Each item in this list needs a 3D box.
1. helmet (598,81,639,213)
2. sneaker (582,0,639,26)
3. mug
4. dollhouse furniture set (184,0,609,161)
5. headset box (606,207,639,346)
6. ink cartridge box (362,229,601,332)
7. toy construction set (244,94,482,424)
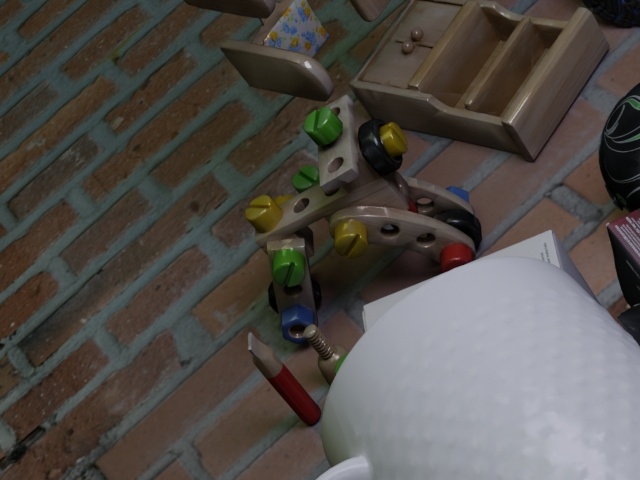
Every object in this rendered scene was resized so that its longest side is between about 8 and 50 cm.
[{"bbox_3d":[0.365,-0.085,1.682,0.169,0.169,0.161,-48,26,-12],"label":"helmet"},{"bbox_3d":[0.310,-0.335,1.951,0.087,0.083,0.221,-35,82,-20],"label":"sneaker"},{"bbox_3d":[0.153,0.227,1.420,0.374,0.276,0.328,-15,42,-23],"label":"mug"},{"bbox_3d":[0.099,-0.290,1.883,0.256,0.394,0.362,16,63,43],"label":"dollhouse furniture set"},{"bbox_3d":[0.409,0.032,1.540,0.293,0.110,0.218,-25,40,-3],"label":"headset box"},{"bbox_3d":[0.163,0.096,1.667,0.203,0.148,0.086,-24,44,17],"label":"ink cartridge box"},{"bbox_3d":[0.000,0.000,1.805,0.257,0.237,0.309,-1,53,35],"label":"toy construction set"}]
